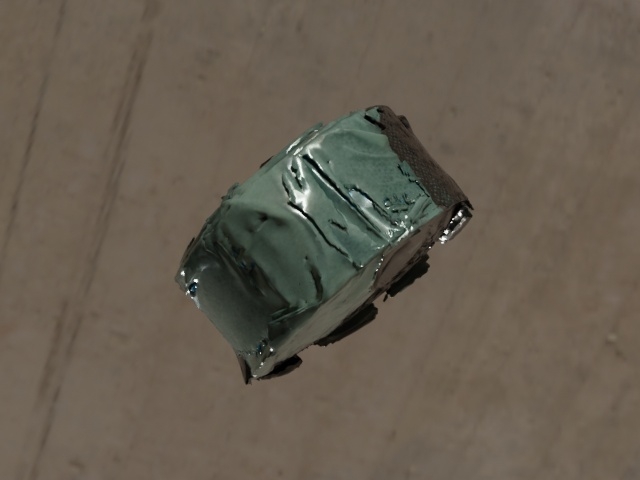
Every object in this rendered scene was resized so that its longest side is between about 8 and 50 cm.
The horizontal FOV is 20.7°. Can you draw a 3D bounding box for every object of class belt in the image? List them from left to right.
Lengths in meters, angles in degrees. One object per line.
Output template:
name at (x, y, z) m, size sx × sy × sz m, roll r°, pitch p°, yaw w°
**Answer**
belt at (0.000, 0.000, 0.629) m, size 0.105 × 0.140 × 0.058 m, roll -39°, pitch -98°, yaw 0°
